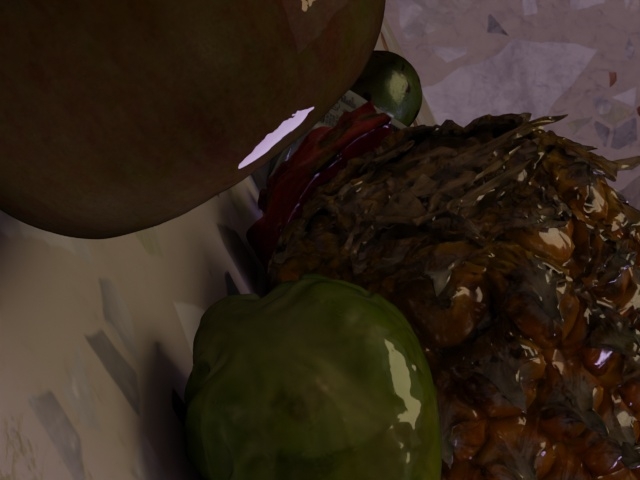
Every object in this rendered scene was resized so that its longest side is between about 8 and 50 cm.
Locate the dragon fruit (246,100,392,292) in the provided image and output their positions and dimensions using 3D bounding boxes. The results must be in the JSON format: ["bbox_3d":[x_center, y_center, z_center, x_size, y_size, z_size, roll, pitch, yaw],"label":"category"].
[{"bbox_3d":[0.000,0.000,1.498,0.211,0.134,0.262,-121,-162,-67],"label":"dragon fruit"}]

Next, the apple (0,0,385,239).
[{"bbox_3d":[-0.101,-0.136,0.845,0.234,0.257,0.257,60,11,-11],"label":"apple"}]

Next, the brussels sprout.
[{"bbox_3d":[0.000,0.126,1.040,0.223,0.161,0.223,-20,90,-86],"label":"brussels sprout"}]

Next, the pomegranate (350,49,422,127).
[{"bbox_3d":[0.071,-0.175,2.219,0.148,0.148,0.169,-102,176,-50],"label":"pomegranate"}]

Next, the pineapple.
[{"bbox_3d":[0.128,0.077,1.267,0.352,0.352,0.300,-97,168,-60],"label":"pineapple"}]

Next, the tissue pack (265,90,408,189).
[{"bbox_3d":[0.018,-0.056,1.716,0.159,0.145,0.229,31,16,-8],"label":"tissue pack"}]
